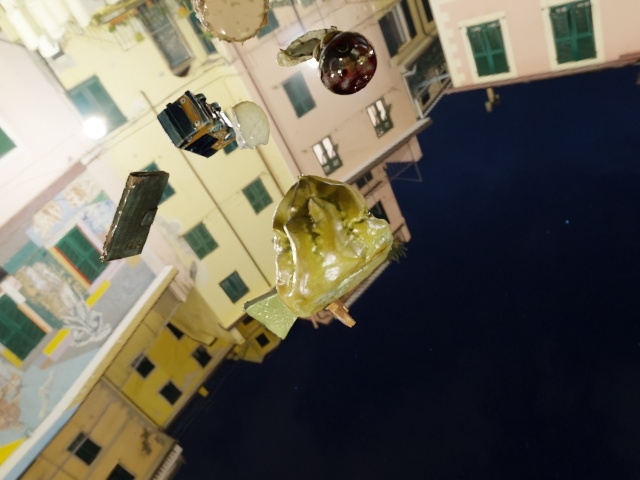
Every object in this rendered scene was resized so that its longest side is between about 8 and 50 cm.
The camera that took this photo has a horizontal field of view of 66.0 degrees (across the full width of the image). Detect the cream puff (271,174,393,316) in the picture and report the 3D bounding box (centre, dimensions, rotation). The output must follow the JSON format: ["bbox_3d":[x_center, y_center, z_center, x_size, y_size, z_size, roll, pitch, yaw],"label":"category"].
[{"bbox_3d":[0.000,0.001,1.143,0.291,0.324,0.257,-36,-103,4],"label":"cream puff"}]

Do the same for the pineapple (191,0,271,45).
[{"bbox_3d":[-0.177,-0.484,0.957,0.141,0.170,0.310,-40,-141,16],"label":"pineapple"}]

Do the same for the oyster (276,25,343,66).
[{"bbox_3d":[-0.012,-0.712,1.843,0.294,0.094,0.166,7,-124,26],"label":"oyster"}]

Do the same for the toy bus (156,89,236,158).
[{"bbox_3d":[-0.464,-0.438,1.896,0.194,0.162,0.323,-34,176,9],"label":"toy bus"}]

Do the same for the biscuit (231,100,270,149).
[{"bbox_3d":[-0.272,-0.440,1.926,0.040,0.265,0.188,17,-95,27],"label":"biscuit"}]

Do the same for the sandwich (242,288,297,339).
[{"bbox_3d":[-0.186,0.260,2.034,0.063,0.245,0.212,13,-116,49],"label":"sandwich"}]

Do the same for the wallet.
[{"bbox_3d":[-0.590,-0.077,1.571,0.044,0.317,0.169,32,-161,16],"label":"wallet"}]

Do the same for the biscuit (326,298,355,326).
[{"bbox_3d":[0.022,0.195,1.708,0.049,0.205,0.324,-43,-160,3],"label":"biscuit"}]

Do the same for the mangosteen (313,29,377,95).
[{"bbox_3d":[0.078,-0.558,1.535,0.209,0.210,0.210,-20,-147,14],"label":"mangosteen"}]
